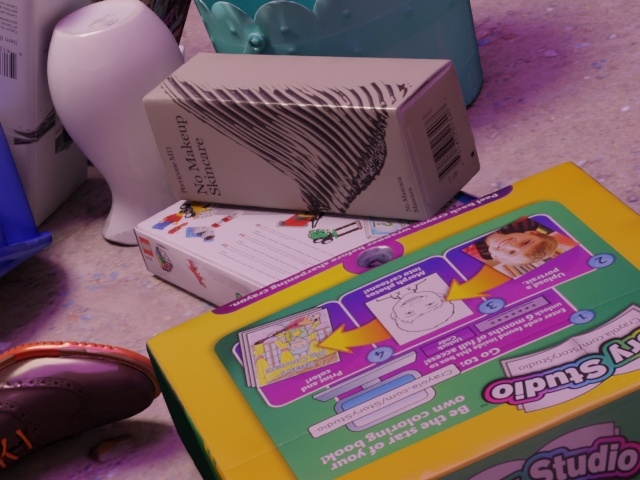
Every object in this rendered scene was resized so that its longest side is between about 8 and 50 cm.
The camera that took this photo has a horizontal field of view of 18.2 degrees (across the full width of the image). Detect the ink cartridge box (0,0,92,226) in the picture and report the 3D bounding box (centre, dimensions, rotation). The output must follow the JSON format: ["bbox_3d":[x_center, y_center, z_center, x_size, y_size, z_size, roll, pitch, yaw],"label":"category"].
[{"bbox_3d":[-0.330,-0.170,1.924,0.197,0.273,0.114,20,37,18],"label":"ink cartridge box"}]

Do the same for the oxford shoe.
[{"bbox_3d":[-0.249,0.151,1.546,0.271,0.097,0.098,-15,47,14],"label":"oxford shoe"}]

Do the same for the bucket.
[{"bbox_3d":[0.021,-0.210,1.941,0.281,0.183,0.281,-13,27,7],"label":"bucket"}]

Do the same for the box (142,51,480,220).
[{"bbox_3d":[-0.010,-0.091,1.697,0.275,0.113,0.094,4,34,37],"label":"box"}]

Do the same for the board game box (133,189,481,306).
[{"bbox_3d":[0.000,0.000,1.699,0.193,0.053,0.305,-30,30,-25],"label":"board game box"}]

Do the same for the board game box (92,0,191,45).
[{"bbox_3d":[-0.254,-0.267,2.006,0.232,0.291,0.141,26,39,7],"label":"board game box"}]

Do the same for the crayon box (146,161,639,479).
[{"bbox_3d":[0.093,0.103,1.397,0.363,0.106,0.313,-23,29,-10],"label":"crayon box"}]

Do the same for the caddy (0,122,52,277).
[{"bbox_3d":[-0.416,0.003,1.812,0.341,0.179,0.241,-12,4,10],"label":"caddy"}]

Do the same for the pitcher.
[{"bbox_3d":[-0.158,-0.126,1.862,0.125,0.207,0.178,14,39,45],"label":"pitcher"}]
